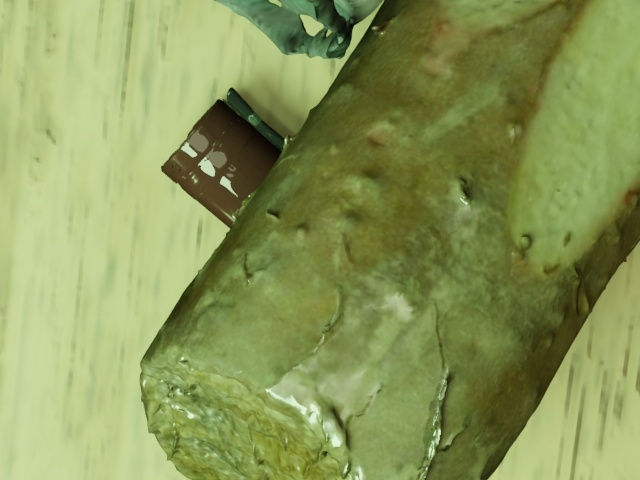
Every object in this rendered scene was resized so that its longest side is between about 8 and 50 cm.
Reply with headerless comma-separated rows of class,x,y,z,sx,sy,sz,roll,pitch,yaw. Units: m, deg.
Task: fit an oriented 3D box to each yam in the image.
yam,0.042,-0.006,0.698,0.129,0.128,0.238,35,76,9

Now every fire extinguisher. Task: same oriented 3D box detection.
fire extinguisher,0.000,0.000,0.774,0.132,0.039,0.056,40,104,-7

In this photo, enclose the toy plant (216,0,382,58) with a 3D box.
toy plant,0.014,-0.256,0.657,0.247,0.247,0.332,38,89,-7
